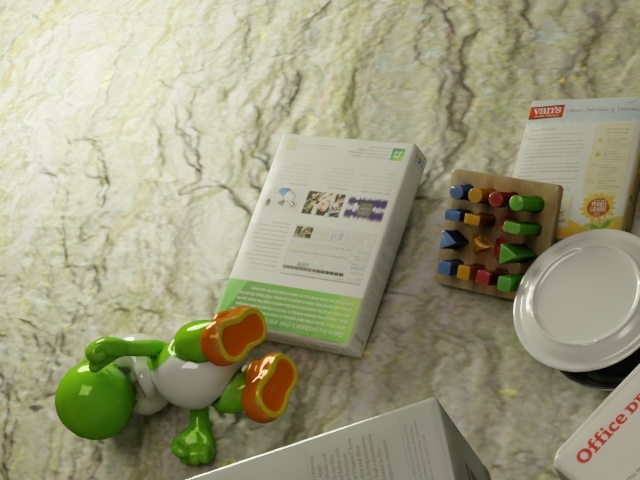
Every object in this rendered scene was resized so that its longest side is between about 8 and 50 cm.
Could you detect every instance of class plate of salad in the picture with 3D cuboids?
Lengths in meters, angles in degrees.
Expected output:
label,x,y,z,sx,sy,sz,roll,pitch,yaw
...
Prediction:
label,x,y,z,sx,sy,sz,roll,pitch,yaw
plate of salad,0.335,0.076,1.519,0.200,0.048,0.199,-18,50,23

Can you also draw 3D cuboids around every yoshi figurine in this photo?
label,x,y,z,sx,sy,sz,roll,pitch,yaw
yoshi figurine,-0.226,0.203,1.681,0.362,0.203,0.203,-13,70,39

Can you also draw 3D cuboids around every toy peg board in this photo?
label,x,y,z,sx,sy,sz,roll,pitch,yaw
toy peg board,0.222,-0.007,1.631,0.161,0.079,0.161,12,97,33

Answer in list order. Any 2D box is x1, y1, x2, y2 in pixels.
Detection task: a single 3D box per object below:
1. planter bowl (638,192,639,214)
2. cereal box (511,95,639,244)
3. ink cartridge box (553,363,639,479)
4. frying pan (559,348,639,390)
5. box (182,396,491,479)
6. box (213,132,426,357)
label,x,y,z,sx,sy,sz,roll,pitch,yaw
planter bowl,0.512,-0.083,1.581,0.217,0.090,0.217,-14,51,18
cereal box,0.354,-0.092,1.696,0.173,0.047,0.240,2,57,31
ink cartridge box,0.426,0.273,1.346,0.198,0.114,0.273,-44,49,-9
frying pan,0.412,0.050,1.544,0.197,0.053,0.326,28,77,42
box,0.023,0.348,1.431,0.345,0.215,0.168,-20,50,14
box,0.000,0.000,1.783,0.232,0.058,0.322,8,67,31
